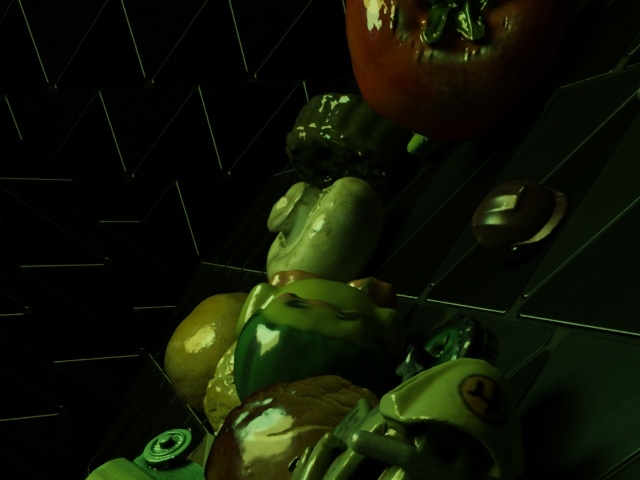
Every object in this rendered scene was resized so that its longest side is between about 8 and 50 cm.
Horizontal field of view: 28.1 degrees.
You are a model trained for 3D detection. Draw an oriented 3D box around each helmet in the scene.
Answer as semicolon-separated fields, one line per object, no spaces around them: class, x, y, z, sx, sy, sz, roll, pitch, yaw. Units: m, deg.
helmet;0.220;-0.028;1.464;0.098;0.070;0.123;-60;10;-31

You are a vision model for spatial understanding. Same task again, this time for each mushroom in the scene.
mushroom;0.006;0.236;1.365;0.233;0.208;0.302;-8;14;16
mushroom;0.000;0.000;2.140;0.255;0.184;0.255;-43;27;28

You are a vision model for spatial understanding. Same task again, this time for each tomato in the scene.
tomato;0.188;-0.317;1.890;0.341;0.341;0.273;-56;-4;-9

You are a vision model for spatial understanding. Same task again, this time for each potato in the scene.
potato;0.204;-0.188;2.171;0.119;0.054;0.198;-59;6;-24

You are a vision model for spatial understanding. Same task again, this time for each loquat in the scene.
loquat;-0.158;0.196;2.190;0.238;0.193;0.238;-39;19;17

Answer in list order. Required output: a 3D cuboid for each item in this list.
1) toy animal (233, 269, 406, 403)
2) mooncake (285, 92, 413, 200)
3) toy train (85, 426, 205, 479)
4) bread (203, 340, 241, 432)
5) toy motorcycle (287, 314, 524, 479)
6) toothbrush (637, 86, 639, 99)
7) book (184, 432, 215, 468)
toy animal;-0.005;0.149;1.592;0.338;0.216;0.191;-68;-11;-79
mooncake;0.051;-0.163;2.335;0.228;0.228;0.124;-38;27;61
toy train;-0.176;0.352;1.596;0.189;0.126;0.307;-38;30;-22
bread;-0.091;0.213;1.971;0.244;0.134;0.244;-56;8;12
toy motorcycle;0.050;0.247;1.081;0.410;0.168;0.237;-61;4;-7
toothbrush;0.432;-0.297;1.480;0.354;0.029;0.024;-60;-3;-25
book;-0.261;0.478;2.228;0.217;0.021;0.310;-53;9;10
